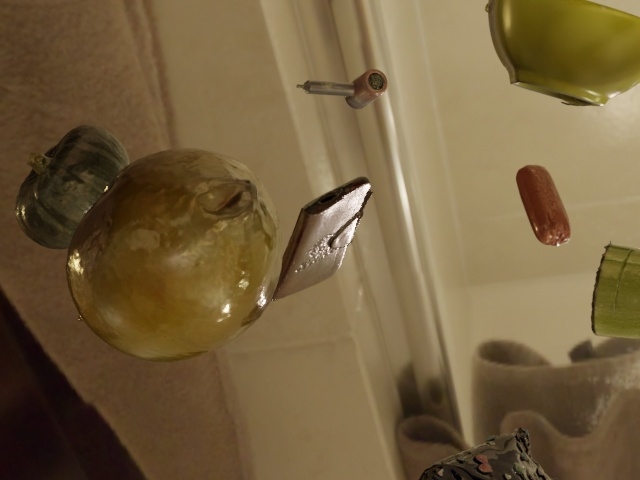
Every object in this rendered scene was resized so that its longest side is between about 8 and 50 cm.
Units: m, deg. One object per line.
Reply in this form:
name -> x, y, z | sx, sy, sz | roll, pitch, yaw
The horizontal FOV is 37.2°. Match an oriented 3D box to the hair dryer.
hair dryer -> 0.023, -0.196, 1.219 | 0.114, 0.037, 0.063 | -1, 170, -22

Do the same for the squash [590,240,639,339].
squash -> 0.361, 0.063, 0.867 | 0.224, 0.094, 0.094 | 11, -139, 34

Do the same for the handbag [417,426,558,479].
handbag -> 0.206, 0.337, 1.170 | 0.260, 0.113, 0.162 | -12, -119, -49

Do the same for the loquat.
loquat -> -0.097, 0.008, 0.665 | 0.152, 0.152, 0.195 | -40, 179, -33

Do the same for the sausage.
sausage -> 0.367, -0.058, 1.569 | 0.062, 0.062, 0.154 | -13, -128, 3

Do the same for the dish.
dish -> 0.300, -0.232, 1.185 | 0.221, 0.108, 0.262 | 16, -172, -7

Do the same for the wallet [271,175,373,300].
wallet -> 0.000, 0.000, 1.377 | 0.137, 0.255, 0.031 | -25, -112, -28

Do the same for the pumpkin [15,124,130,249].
pumpkin -> -0.401, -0.089, 1.527 | 0.211, 0.152, 0.212 | -27, -140, 25
